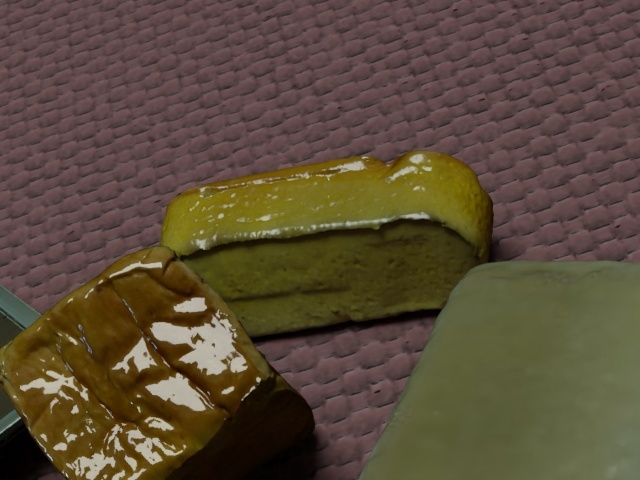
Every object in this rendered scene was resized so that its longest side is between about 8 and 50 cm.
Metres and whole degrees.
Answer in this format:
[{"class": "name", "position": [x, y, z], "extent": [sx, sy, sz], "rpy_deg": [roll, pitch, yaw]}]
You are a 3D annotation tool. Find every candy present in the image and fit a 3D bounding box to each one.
[{"class": "candy", "position": [0.121, 0.152, 0.980], "extent": [0.179, 0.135, 0.320], "rpy_deg": [4, 46, 29]}]

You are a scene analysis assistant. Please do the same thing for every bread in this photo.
[{"class": "bread", "position": [-0.103, 0.096, 1.118], "extent": [0.143, 0.158, 0.149], "rpy_deg": [-38, 79, -5]}, {"class": "bread", "position": [0.000, 0.000, 1.248], "extent": [0.246, 0.102, 0.094], "rpy_deg": [-9, 42, 20]}]

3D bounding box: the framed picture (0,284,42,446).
[{"class": "framed picture", "position": [-0.312, 0.145, 1.270], "extent": [0.293, 0.018, 0.231], "rpy_deg": [-36, 28, -16]}]
